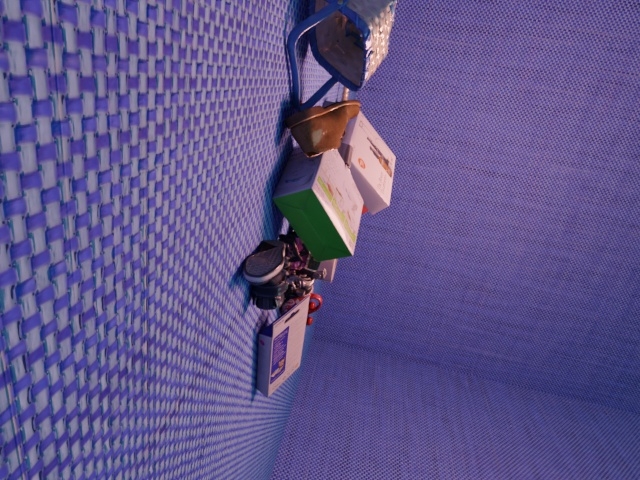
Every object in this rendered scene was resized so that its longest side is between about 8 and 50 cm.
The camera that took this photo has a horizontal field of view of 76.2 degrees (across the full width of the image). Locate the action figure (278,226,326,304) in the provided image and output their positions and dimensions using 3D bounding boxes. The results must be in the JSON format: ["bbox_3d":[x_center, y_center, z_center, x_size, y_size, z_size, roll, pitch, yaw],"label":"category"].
[{"bbox_3d":[-0.071,0.097,1.265,0.164,0.141,0.276,-30,134,-55],"label":"action figure"}]

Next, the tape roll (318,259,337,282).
[{"bbox_3d":[-0.008,0.042,1.734,0.246,0.169,0.246,11,90,-85],"label":"tape roll"}]

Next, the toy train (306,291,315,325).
[{"bbox_3d":[-0.094,0.306,1.864,0.143,0.105,0.248,-41,145,-60],"label":"toy train"}]

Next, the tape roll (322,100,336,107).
[{"bbox_3d":[0.036,-0.443,1.640,0.219,0.072,0.219,11,90,-86],"label":"tape roll"}]

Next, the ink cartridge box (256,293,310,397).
[{"bbox_3d":[-0.125,0.336,1.329,0.175,0.069,0.371,-35,146,-43],"label":"ink cartridge box"}]

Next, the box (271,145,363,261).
[{"bbox_3d":[0.009,-0.114,1.148,0.262,0.126,0.231,56,35,-38],"label":"box"}]

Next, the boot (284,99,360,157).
[{"bbox_3d":[0.025,-0.300,1.083,0.305,0.112,0.115,-38,107,-48],"label":"boot"}]

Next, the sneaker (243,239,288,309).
[{"bbox_3d":[-0.129,0.105,0.960,0.226,0.086,0.163,-66,164,-74],"label":"sneaker"}]

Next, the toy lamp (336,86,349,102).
[{"bbox_3d":[0.126,-0.730,1.946,0.080,0.080,0.275,-64,166,-71],"label":"toy lamp"}]

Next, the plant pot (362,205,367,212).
[{"bbox_3d":[0.119,-0.215,1.854,0.243,0.275,0.275,-39,-157,38],"label":"plant pot"}]

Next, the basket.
[{"bbox_3d":[0.036,-0.467,0.990,0.289,0.201,0.255,-47,168,-16],"label":"basket"}]

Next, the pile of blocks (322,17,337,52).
[{"bbox_3d":[0.053,-0.643,1.101,0.362,0.112,0.149,86,17,-74],"label":"pile of blocks"}]

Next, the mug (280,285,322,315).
[{"bbox_3d":[-0.084,0.235,1.531,0.113,0.150,0.169,-27,144,-38],"label":"mug"}]

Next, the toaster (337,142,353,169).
[{"bbox_3d":[0.010,-0.233,1.308,0.186,0.168,0.110,97,4,-53],"label":"toaster"}]

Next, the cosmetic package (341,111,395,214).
[{"bbox_3d":[0.189,-0.334,1.711,0.097,0.284,0.377,-29,-150,35],"label":"cosmetic package"}]

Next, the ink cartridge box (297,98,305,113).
[{"bbox_3d":[-0.044,-0.355,1.165,0.115,0.029,0.063,12,91,-86],"label":"ink cartridge box"}]

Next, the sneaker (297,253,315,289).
[{"bbox_3d":[-0.046,0.043,1.493,0.122,0.110,0.283,-45,-147,48],"label":"sneaker"}]

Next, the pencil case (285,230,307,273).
[{"bbox_3d":[-0.070,0.012,1.405,0.098,0.095,0.209,165,-60,-74],"label":"pencil case"}]

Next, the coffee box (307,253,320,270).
[{"bbox_3d":[0.000,0.000,1.401,0.113,0.040,0.184,112,-6,-64],"label":"coffee box"}]
